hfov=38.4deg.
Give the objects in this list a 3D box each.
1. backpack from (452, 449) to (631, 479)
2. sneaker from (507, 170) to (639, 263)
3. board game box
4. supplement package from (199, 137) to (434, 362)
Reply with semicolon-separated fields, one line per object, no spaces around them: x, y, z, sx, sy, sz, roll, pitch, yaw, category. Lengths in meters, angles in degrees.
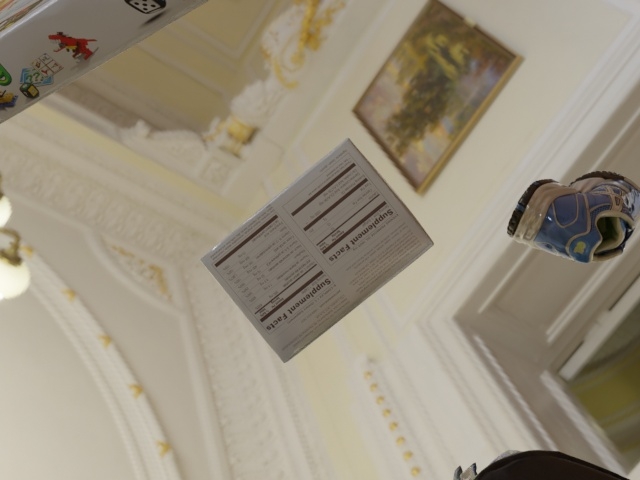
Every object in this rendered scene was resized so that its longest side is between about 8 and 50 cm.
0.203;0.345;0.863;0.290;0.356;0.273;26;-142;4;backpack
0.260;-0.014;0.870;0.081;0.080;0.211;35;-149;32;sneaker
-0.184;-0.166;0.666;0.053;0.305;0.193;53;-153;-28;board game box
0.000;0.000;1.066;0.145;0.204;0.262;51;-176;-4;supplement package
